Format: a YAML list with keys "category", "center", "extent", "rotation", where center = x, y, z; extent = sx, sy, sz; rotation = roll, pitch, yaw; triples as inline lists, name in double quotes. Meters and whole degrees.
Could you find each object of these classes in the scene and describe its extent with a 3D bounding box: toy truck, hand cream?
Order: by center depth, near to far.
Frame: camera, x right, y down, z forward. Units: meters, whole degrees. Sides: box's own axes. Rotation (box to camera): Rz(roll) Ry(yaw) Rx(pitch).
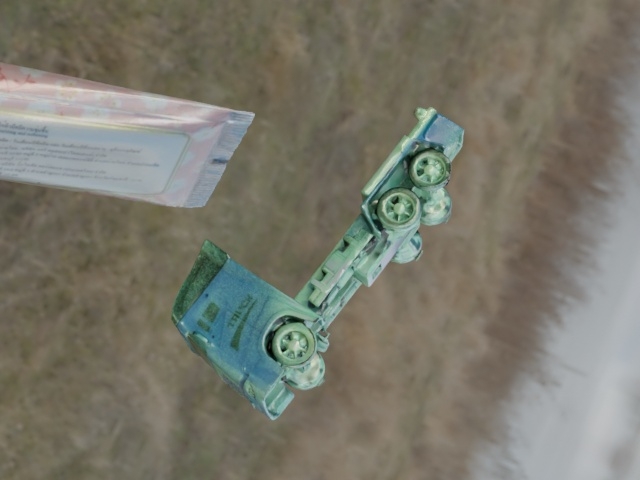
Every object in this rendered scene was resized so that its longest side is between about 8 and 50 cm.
- category: "hand cream"
  center: [-0.133, -0.047, 0.570]
  extent: [0.067, 0.209, 0.043]
  rotation: [124, -30, -50]
- category: "toy truck"
  center: [0.000, 0.000, 0.792]
  extent: [0.175, 0.081, 0.067]
  rotation: [-52, 167, -11]
